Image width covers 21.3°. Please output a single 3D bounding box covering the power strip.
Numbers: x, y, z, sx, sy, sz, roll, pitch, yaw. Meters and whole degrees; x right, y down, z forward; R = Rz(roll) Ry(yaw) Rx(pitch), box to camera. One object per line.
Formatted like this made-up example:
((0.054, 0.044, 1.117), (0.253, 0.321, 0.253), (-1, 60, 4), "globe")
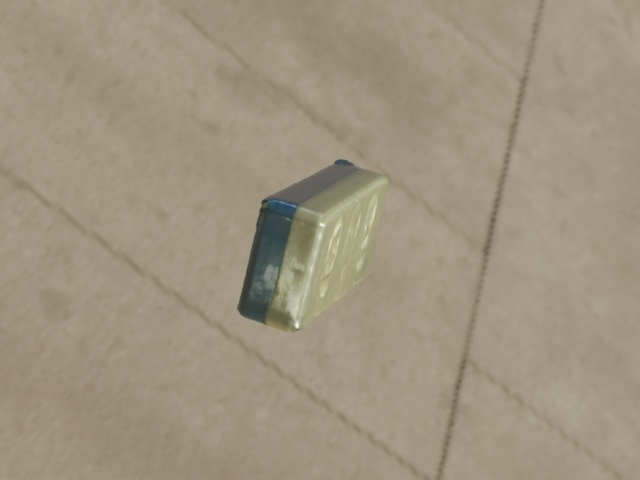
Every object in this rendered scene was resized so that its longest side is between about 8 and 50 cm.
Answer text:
((0.000, 0.000, 0.782), (0.032, 0.056, 0.123), (18, 16, 13), "power strip")
